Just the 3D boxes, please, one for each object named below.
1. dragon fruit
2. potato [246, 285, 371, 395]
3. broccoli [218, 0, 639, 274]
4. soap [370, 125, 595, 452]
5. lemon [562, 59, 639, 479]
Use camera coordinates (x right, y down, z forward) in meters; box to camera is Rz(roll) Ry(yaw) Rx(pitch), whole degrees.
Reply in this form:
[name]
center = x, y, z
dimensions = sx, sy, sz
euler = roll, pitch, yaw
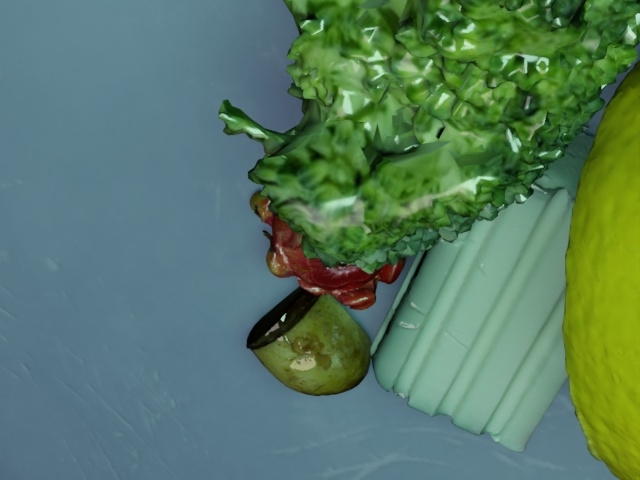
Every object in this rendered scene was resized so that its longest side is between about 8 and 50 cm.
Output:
[dragon fruit]
center = 0.005, 0.001, 1.236
dimensions = 0.126, 0.068, 0.112
euler = 46, 127, -11
[potato]
center = -0.005, 0.099, 1.312
dimensions = 0.103, 0.066, 0.096
euler = 40, 133, -9
[broccoli]
center = 0.078, -0.176, 0.945
dimensions = 0.338, 0.277, 0.317
euler = -21, 117, 31
[soap]
center = 0.147, 0.027, 1.178
dimensions = 0.150, 0.094, 0.261
euler = 24, 129, 1
[lemon]
center = 0.344, 0.026, 0.902
dimensions = 0.364, 0.364, 0.364
euler = 12, 127, 17
